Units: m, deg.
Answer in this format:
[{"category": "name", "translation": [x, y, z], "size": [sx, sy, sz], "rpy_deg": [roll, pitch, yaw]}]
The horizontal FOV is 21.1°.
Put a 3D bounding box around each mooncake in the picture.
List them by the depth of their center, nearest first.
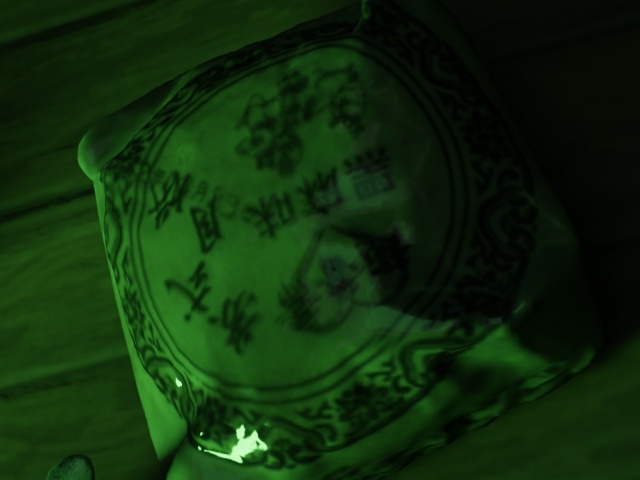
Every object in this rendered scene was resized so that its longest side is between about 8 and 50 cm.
[{"category": "mooncake", "translation": [-0.002, -0.002, 0.896], "size": [0.254, 0.136, 0.250], "rpy_deg": [-29, 62, 18]}]

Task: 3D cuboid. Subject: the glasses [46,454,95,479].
[{"category": "glasses", "translation": [-0.176, 0.214, 0.836], "size": [0.118, 0.268, 0.234], "rpy_deg": [31, 86, 17]}]
